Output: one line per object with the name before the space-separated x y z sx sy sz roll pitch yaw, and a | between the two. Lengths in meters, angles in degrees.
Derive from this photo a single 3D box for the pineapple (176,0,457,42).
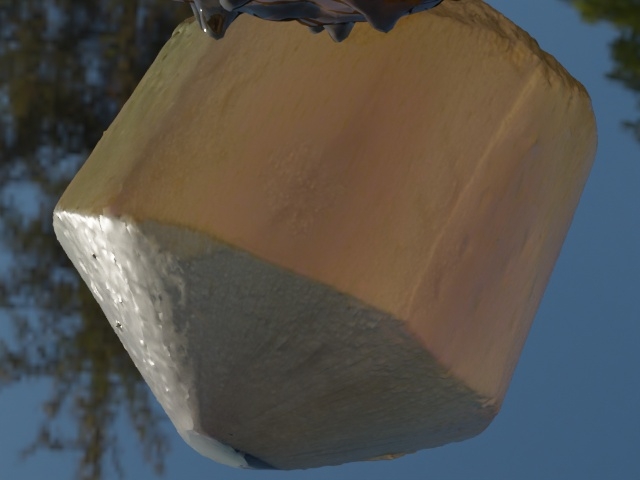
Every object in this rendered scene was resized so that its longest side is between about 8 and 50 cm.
pineapple | -0.049 -0.128 0.487 0.158 0.158 0.279 -16 -165 -30

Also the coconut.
coconut | 0.000 0.000 0.971 0.239 0.239 0.244 23 -109 18
